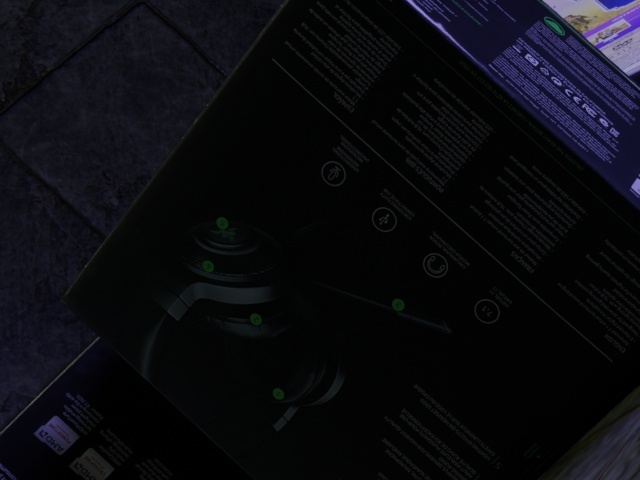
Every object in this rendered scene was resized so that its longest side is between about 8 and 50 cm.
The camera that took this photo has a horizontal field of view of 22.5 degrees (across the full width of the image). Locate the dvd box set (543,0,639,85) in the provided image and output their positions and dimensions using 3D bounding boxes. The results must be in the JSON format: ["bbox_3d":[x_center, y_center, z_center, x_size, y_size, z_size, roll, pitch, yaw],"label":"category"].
[{"bbox_3d":[0.198,-0.162,1.296,0.307,0.062,0.420,-28,21,3],"label":"dvd box set"}]

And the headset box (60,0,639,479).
[{"bbox_3d":[0.039,0.014,0.843,0.283,0.246,0.131,-51,-4,29],"label":"headset box"}]

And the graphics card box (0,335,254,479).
[{"bbox_3d":[-0.122,0.208,0.955,0.371,0.233,0.094,-47,-4,-26],"label":"graphics card box"}]
